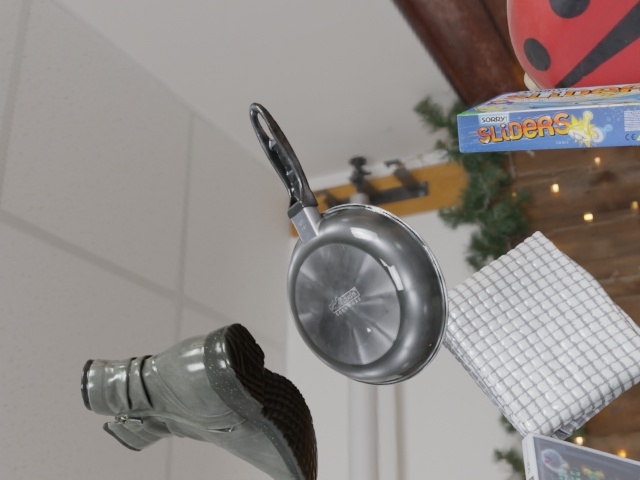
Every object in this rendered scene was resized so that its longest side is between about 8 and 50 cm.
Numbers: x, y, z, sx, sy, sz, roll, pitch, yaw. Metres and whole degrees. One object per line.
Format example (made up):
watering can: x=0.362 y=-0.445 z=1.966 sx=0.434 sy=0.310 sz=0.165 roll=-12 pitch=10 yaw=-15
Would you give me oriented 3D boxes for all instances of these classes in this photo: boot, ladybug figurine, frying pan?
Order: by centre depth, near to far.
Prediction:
boot: x=-0.108 y=0.173 z=0.818 sx=0.083 sy=0.161 sz=0.246 roll=-88 pitch=-24 yaw=-46
frying pan: x=0.024 y=-0.002 z=0.883 sx=0.053 sy=0.197 sz=0.326 roll=-21 pitch=-81 yaw=-53
ladybug figurine: x=0.380 y=-0.296 z=0.965 sx=0.305 sy=0.449 sz=0.162 roll=32 pitch=-129 yaw=-6

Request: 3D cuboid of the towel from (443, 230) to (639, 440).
towel: x=0.332 y=0.154 z=1.287 sx=0.283 sy=0.235 sz=0.121 roll=53 pitch=169 yaw=35

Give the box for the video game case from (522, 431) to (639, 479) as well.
video game case: x=0.275 y=0.268 z=0.757 sx=0.173 sy=0.190 sz=0.022 roll=-84 pitch=15 yaw=-47

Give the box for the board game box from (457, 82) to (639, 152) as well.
board game box: x=0.236 y=-0.108 z=0.734 sx=0.136 sy=0.201 sz=0.035 roll=-31 pitch=-63 yaw=-57
